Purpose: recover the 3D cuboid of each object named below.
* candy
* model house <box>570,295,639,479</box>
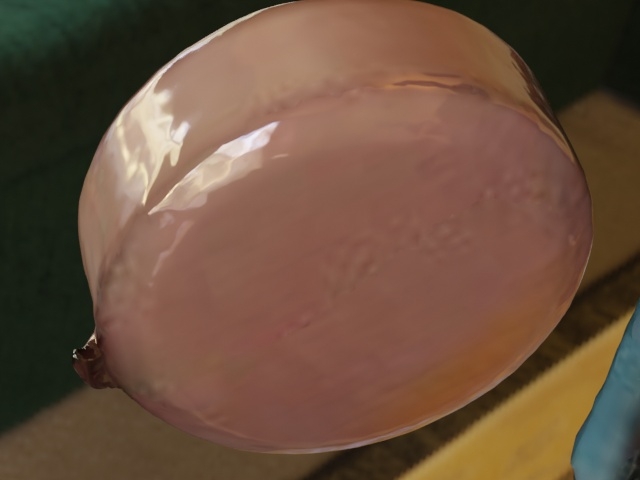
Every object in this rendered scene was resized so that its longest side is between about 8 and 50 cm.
[{"bbox_3d":[0.000,0.000,0.953,0.255,0.255,0.094,1,43,-20],"label":"candy"},{"bbox_3d":[0.270,0.031,0.809,0.215,0.303,0.237,-25,52,-40],"label":"model house"}]
